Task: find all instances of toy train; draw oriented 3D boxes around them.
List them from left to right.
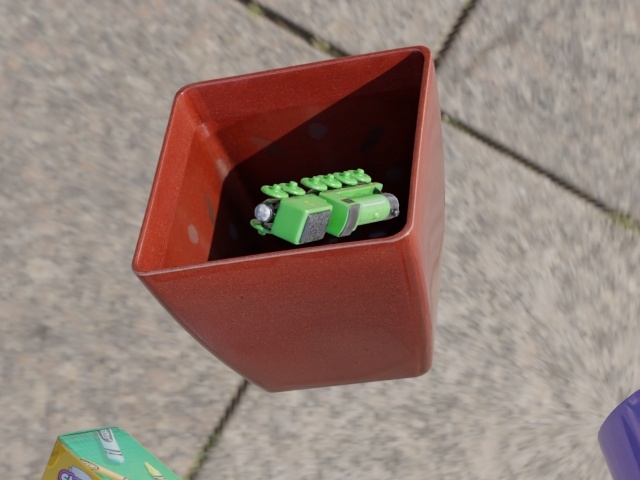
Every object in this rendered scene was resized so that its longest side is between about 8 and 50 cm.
[{"bbox_3d":[0.004,-0.011,0.609,0.023,0.083,0.017,24,106,22],"label":"toy train"}]

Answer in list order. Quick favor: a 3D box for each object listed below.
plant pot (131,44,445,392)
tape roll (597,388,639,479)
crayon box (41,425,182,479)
[{"bbox_3d":[0.000,0.000,1.759,0.267,0.236,0.267,-8,44,16],"label":"plant pot"},{"bbox_3d":[0.330,0.167,1.478,0.189,0.189,0.080,-22,60,7],"label":"tape roll"},{"bbox_3d":[-0.137,0.301,1.514,0.278,0.081,0.165,36,113,32],"label":"crayon box"}]
